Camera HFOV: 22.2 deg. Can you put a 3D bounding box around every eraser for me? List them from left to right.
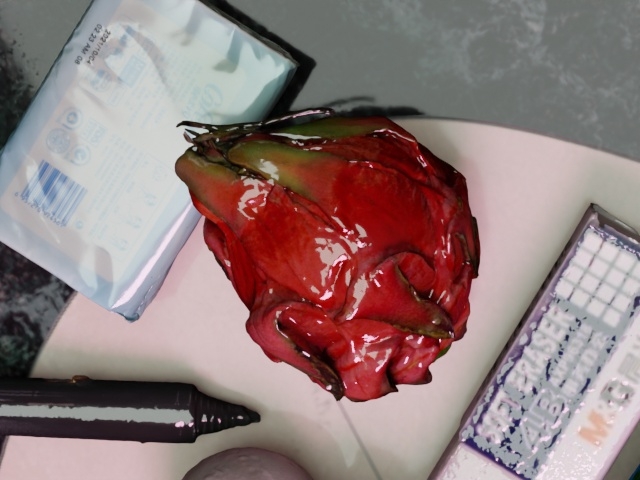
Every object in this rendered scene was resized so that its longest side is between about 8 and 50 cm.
[{"bbox_3d":[0.205,0.124,1.351,0.130,0.086,0.287,32,100,5],"label":"eraser"}]

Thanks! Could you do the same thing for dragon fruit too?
[{"bbox_3d":[0.000,0.000,1.278,0.293,0.234,0.234,28,101,-29],"label":"dragon fruit"}]

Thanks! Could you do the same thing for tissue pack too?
[{"bbox_3d":[-0.158,-0.087,1.377,0.177,0.089,0.263,33,97,2],"label":"tissue pack"}]

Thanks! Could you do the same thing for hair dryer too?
[{"bbox_3d":[-0.227,0.127,1.417,0.352,0.107,0.189,1,95,0],"label":"hair dryer"}]

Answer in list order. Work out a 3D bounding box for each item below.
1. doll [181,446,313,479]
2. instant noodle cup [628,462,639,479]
[{"bbox_3d":[0.015,0.264,1.344,0.287,0.151,0.151,13,98,20],"label":"doll"},{"bbox_3d":[0.343,0.217,1.280,0.240,0.240,0.178,28,89,4],"label":"instant noodle cup"}]
